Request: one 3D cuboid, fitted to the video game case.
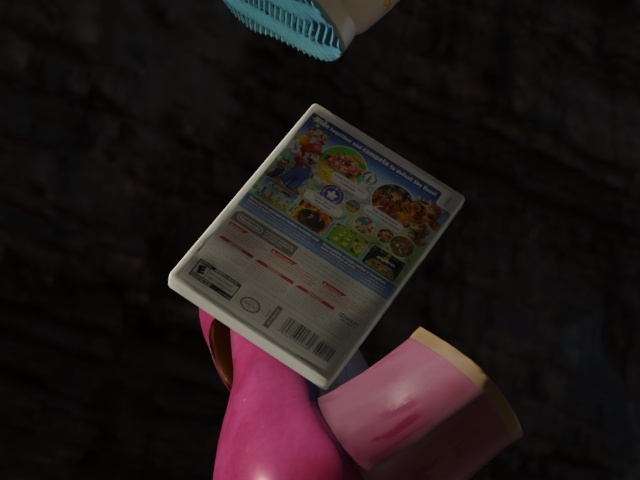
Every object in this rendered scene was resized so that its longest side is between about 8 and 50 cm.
[{"bbox_3d":[0.000,0.000,0.744,0.087,0.122,0.011,33,-30,9],"label":"video game case"}]

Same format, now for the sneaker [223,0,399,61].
[{"bbox_3d":[-0.019,-0.184,1.011,0.228,0.092,0.087,38,-15,49],"label":"sneaker"}]

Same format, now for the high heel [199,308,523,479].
[{"bbox_3d":[-0.046,0.104,0.918,0.127,0.181,0.377,56,-14,-14],"label":"high heel"}]
